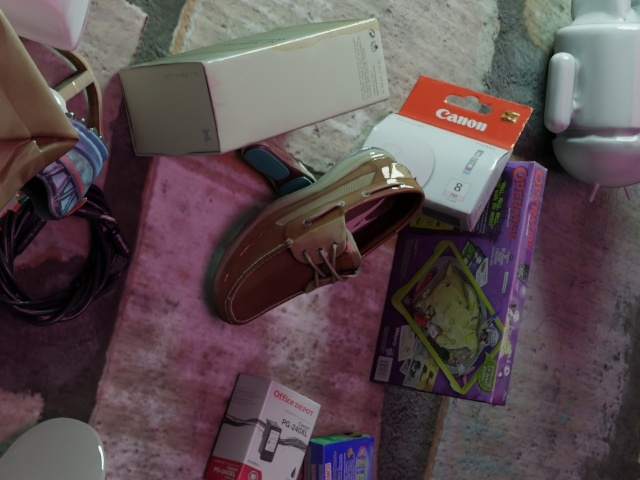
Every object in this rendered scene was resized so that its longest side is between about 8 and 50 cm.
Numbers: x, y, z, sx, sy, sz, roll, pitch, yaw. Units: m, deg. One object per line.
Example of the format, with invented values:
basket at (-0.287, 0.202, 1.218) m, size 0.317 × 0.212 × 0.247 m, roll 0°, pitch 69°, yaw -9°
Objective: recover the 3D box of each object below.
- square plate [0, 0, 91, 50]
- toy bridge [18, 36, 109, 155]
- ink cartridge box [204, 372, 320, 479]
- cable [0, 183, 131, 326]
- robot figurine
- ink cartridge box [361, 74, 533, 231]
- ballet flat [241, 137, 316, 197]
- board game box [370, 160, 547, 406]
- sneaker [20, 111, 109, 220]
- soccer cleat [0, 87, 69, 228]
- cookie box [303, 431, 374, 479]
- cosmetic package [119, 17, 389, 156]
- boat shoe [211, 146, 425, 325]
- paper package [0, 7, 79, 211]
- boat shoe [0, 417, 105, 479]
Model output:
square plate at (-0.356, -0.401, 1.299) m, size 0.347 × 0.049 × 0.344 m, roll 16°, pitch 82°, yaw -23°
toy bridge at (-0.285, -0.175, 1.507) m, size 0.063 × 0.026 × 0.188 m, roll -45°, pitch 124°, yaw -38°
ink cartridge box at (-0.075, 0.263, 1.743) m, size 0.109 × 0.063 × 0.150 m, roll 34°, pitch 69°, yaw -43°
cable at (-0.296, 0.012, 1.496) m, size 0.184 × 0.047 × 0.150 m, roll -32°, pitch 116°, yaw -40°
robot figurine at (0.488, -0.241, 2.211) m, size 0.300 × 0.200 × 0.353 m, roll -2°, pitch 94°, yaw -32°
ink cartridge box at (0.173, -0.141, 1.890) m, size 0.232 × 0.189 × 0.066 m, roll -62°, pitch 158°, yaw -21°
ballet flat at (-0.044, -0.095, 1.758) m, size 0.168 × 0.057 × 0.052 m, roll 47°, pitch 32°, yaw -41°
board game box at (0.199, 0.053, 1.918) m, size 0.056 × 0.208 × 0.347 m, roll 20°, pitch 79°, yaw -47°
sneaker at (-0.348, -0.105, 1.340) m, size 0.262 × 0.104 × 0.125 m, roll 26°, pitch 71°, yaw -17°
soccer cleat at (-0.344, -0.086, 1.430) m, size 0.076 × 0.068 × 0.196 m, roll 36°, pitch 67°, yaw -22°
cookie box at (0.026, 0.322, 1.873) m, size 0.107 × 0.040 × 0.092 m, roll 0°, pitch 93°, yaw -48°
cosmetic package at (-0.075, -0.192, 1.638) m, size 0.309 × 0.160 × 0.113 m, roll -22°, pitch 108°, yaw -45°
boat shoe at (0.000, 0.000, 1.715) m, size 0.324 × 0.116 × 0.123 m, roll -40°, pitch 137°, yaw -16°
paper package at (-0.423, -0.150, 1.135) m, size 0.168 × 0.325 × 0.309 m, roll -54°, pitch 131°, yaw -34°
boat shoe at (-0.333, 0.366, 1.451) m, size 0.158 × 0.127 × 0.340 m, roll 113°, pitch -4°, yaw -48°
